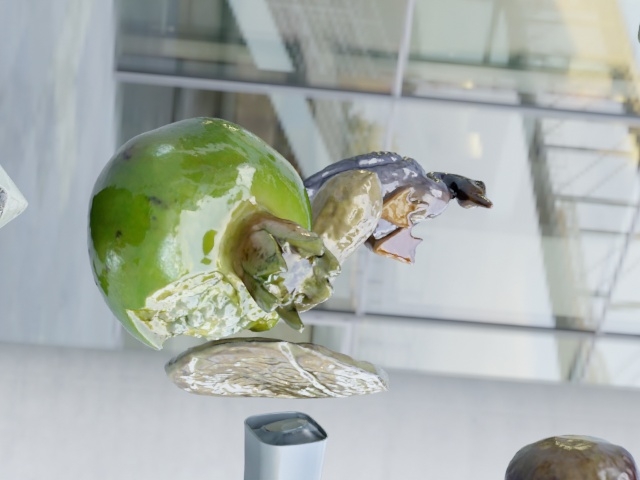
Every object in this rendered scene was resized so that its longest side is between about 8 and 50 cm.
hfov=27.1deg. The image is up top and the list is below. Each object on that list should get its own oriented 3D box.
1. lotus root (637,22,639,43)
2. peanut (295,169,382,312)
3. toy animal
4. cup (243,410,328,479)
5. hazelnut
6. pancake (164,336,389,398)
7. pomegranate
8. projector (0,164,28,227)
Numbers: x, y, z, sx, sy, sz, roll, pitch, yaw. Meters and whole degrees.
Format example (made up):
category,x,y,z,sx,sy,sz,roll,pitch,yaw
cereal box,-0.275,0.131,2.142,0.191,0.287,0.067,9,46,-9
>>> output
category,x,y,z,sx,sy,sz,roll,pitch,yaw
lotus root,0.487,-0.299,1.742,0.183,0.090,0.077,-44,148,-32
peanut,0.000,0.001,1.443,0.193,0.089,0.089,-54,-170,11
toy animal,0.071,-0.045,1.704,0.185,0.298,0.122,-94,177,-64
cup,-0.056,0.285,1.709,0.128,0.095,0.130,34,-57,59
hazelnut,0.340,0.366,1.794,0.208,0.208,0.208,-175,-90,-87
pancake,-0.047,0.145,1.437,0.250,0.250,0.031,106,-13,-73
pomegranate,-0.093,-0.003,1.277,0.301,0.236,0.236,10,-84,54
projector,-0.418,0.004,1.306,0.079,0.257,0.259,53,-9,7
